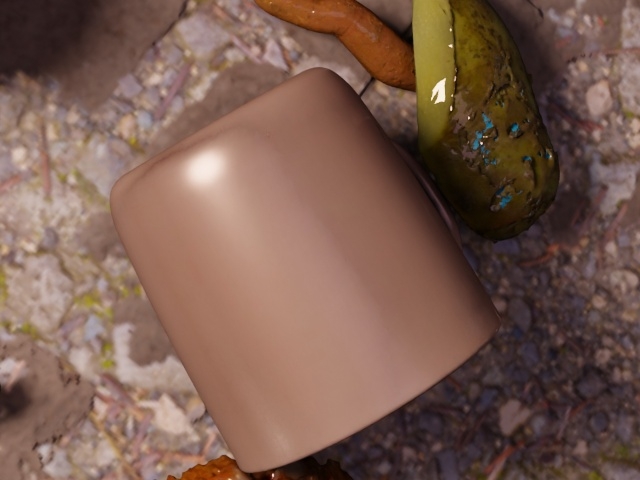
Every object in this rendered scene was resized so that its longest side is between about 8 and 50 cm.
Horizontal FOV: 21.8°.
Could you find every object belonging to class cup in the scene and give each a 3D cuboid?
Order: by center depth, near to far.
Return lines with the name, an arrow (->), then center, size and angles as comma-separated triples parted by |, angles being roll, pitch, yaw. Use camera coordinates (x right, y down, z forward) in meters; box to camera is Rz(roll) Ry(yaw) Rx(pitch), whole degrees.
cup -> 0.000, 0.000, 1.072 | 0.253, 0.191, 0.200 | -34, 96, -49

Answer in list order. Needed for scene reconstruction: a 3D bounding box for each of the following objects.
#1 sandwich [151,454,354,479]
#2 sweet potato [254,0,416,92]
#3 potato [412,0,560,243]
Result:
sandwich -> -0.042, 0.199, 1.071 | 0.185, 0.109, 0.160 | 39, 77, -15
sweet potato -> 0.025, -0.144, 1.150 | 0.179, 0.044, 0.044 | 27, 78, -19
potato -> 0.117, -0.098, 1.156 | 0.119, 0.054, 0.198 | -11, 88, -44
